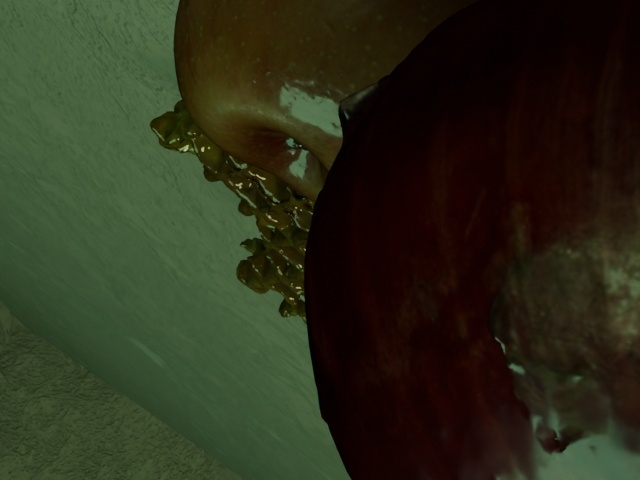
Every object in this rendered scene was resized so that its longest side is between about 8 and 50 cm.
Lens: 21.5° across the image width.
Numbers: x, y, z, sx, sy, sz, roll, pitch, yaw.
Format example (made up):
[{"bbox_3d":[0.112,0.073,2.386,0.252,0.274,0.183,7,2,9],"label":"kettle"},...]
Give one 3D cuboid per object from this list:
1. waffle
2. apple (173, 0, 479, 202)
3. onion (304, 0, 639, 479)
[{"bbox_3d":[0.000,0.000,1.416,0.259,0.069,0.293,27,159,31],"label":"waffle"},{"bbox_3d":[0.021,-0.095,0.870,0.201,0.162,0.201,37,164,12],"label":"apple"},{"bbox_3d":[0.148,0.029,0.654,0.341,0.341,0.341,36,165,11],"label":"onion"}]
